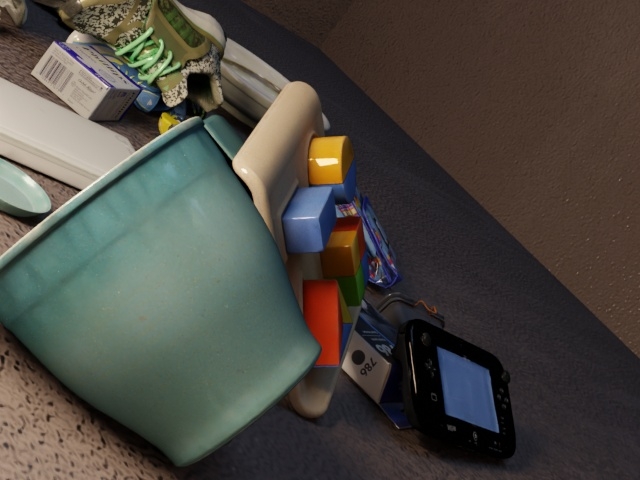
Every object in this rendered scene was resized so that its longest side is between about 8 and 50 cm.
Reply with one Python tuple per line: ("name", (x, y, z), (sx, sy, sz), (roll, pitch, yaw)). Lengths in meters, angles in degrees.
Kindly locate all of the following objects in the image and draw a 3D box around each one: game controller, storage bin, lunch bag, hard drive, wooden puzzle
("game controller", (0.204, 0.222, 1.649), (0.319, 0.067, 0.166), (27, 42, -52))
("storage bin", (0.154, 0.156, 1.838), (0.135, 0.098, 0.091), (27, 28, -36))
("lunch bag", (0.051, -0.027, 2.127), (0.293, 0.138, 0.221), (51, 7, -8))
("hard drive", (-0.376, -0.143, 1.581), (0.307, 0.040, 0.203), (25, 19, -40))
("wooden puzzle", (0.000, 0.000, 1.450), (0.322, 0.080, 0.348), (-65, 145, -61))

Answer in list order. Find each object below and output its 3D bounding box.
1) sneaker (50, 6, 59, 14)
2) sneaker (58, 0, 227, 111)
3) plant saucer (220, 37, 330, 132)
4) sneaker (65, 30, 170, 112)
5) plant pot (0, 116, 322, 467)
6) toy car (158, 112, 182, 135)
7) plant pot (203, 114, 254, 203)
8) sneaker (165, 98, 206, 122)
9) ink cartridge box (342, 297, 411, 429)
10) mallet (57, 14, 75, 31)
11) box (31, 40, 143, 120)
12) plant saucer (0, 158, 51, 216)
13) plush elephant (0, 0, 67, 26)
("sneaker", (-0.547, -0.531, 2.309), (0.081, 0.080, 0.211), (32, 14, -35))
("sneaker", (-0.278, -0.328, 1.964), (0.410, 0.158, 0.182), (12, 54, -58))
("plant saucer", (-0.163, -0.343, 2.615), (0.400, 0.100, 0.400), (35, 14, -10))
("sneaker", (-0.348, -0.305, 2.059), (0.240, 0.091, 0.126), (21, 22, -51))
("plant pot", (-0.145, 0.065, 1.083), (0.255, 0.271, 0.271), (52, 13, -4))
("toy car", (-0.171, -0.129, 2.013), (0.239, 0.053, 0.225), (43, 14, 17))
("plant pot", (-0.152, -0.070, 1.563), (0.165, 0.165, 0.234), (49, 13, -10))
("sneaker", (-0.254, -0.260, 2.192), (0.078, 0.067, 0.188), (28, 13, -11))
("ink cartridge box", (0.053, 0.140, 1.687), (0.332, 0.065, 0.165), (45, 15, 23))
("mallet", (-0.450, -0.385, 2.187), (0.062, 0.039, 0.190), (18, 28, -46))
("box", (-0.383, -0.262, 1.874), (0.126, 0.072, 0.137), (40, 14, 7))
("plant saucer", (-0.379, -0.063, 1.352), (0.119, 0.021, 0.119), (35, 13, -10))
("plush elephant", (-0.517, -0.507, 1.939), (0.255, 0.330, 0.272), (37, -15, 44))
